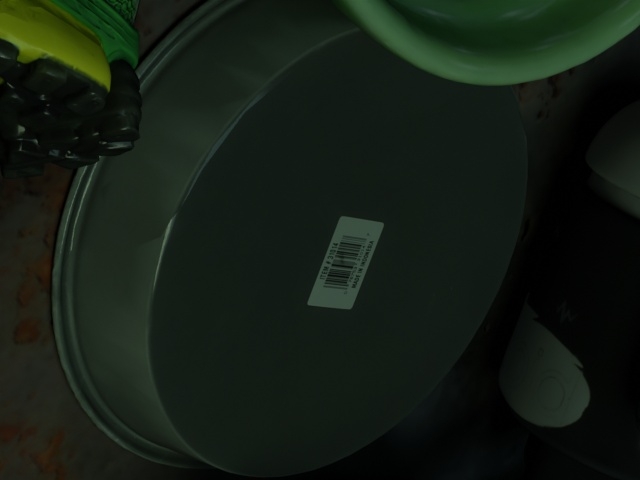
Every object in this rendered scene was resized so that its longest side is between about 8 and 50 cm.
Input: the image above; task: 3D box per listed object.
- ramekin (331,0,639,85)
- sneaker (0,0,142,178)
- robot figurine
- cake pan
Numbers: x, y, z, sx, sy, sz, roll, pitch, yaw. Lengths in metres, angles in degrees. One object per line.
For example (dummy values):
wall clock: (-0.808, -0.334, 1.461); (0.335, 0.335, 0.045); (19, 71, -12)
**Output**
ramekin: (0.060, -0.231, 0.650); (0.303, 0.148, 0.303); (-23, 128, -33)
sneaker: (-0.206, -0.134, 0.495); (0.343, 0.134, 0.146); (22, 61, -42)
robot figurine: (0.215, 0.047, 0.946); (0.174, 0.209, 0.278); (9, 108, -33)
cake pan: (0.000, 0.000, 0.802); (0.293, 0.054, 0.293); (-23, 128, -33)
